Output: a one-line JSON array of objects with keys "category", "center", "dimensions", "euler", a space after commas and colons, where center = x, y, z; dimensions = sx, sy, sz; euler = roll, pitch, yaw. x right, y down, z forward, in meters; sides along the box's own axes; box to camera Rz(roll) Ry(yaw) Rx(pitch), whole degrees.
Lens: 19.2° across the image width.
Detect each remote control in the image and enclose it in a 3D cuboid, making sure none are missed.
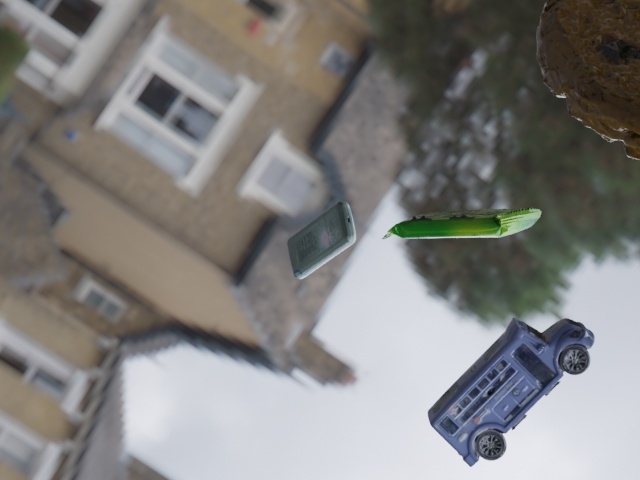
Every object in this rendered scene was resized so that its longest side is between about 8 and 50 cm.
[{"category": "remote control", "center": [0.000, 0.000, 2.112], "dimensions": [0.124, 0.018, 0.053], "euler": [-37, -121, 51]}]

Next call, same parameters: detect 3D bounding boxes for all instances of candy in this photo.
[{"category": "candy", "center": [0.175, -0.020, 2.348], "dimensions": [0.178, 0.032, 0.102], "euler": [-2, -174, 37]}]

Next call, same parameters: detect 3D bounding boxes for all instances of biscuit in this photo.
[{"category": "biscuit", "center": [0.317, -0.150, 1.567], "dimensions": [0.296, 0.296, 0.075], "euler": [-70, 166, -49]}]

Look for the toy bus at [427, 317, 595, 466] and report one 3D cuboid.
[{"category": "toy bus", "center": [0.179, 0.130, 1.760], "dimensions": [0.167, 0.076, 0.073], "euler": [-47, -175, 5]}]
